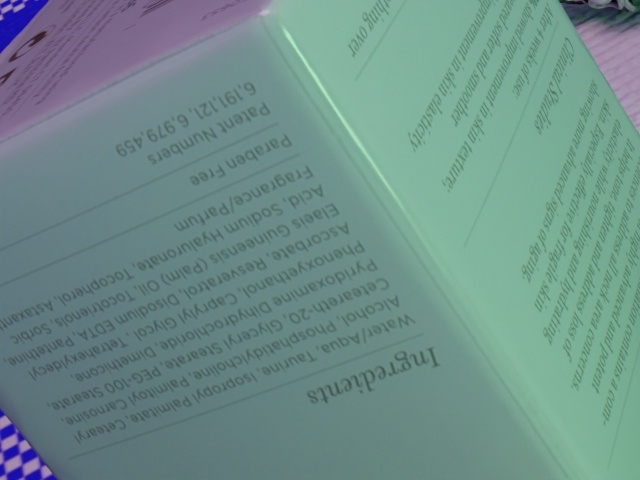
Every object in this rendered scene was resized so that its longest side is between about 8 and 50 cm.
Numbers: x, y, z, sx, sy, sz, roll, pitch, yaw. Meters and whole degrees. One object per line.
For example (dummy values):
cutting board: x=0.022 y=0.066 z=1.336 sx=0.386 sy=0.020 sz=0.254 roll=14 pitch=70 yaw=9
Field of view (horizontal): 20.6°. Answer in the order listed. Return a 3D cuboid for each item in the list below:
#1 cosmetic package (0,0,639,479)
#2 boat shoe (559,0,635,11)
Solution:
cosmetic package: x=0.000 y=0.000 z=1.118 sx=0.327 sy=0.394 sz=0.329 roll=-22 pitch=23 yaw=31
boat shoe: x=0.277 y=-0.261 z=1.601 sx=0.306 sy=0.113 sz=0.105 roll=-9 pitch=42 yaw=2
